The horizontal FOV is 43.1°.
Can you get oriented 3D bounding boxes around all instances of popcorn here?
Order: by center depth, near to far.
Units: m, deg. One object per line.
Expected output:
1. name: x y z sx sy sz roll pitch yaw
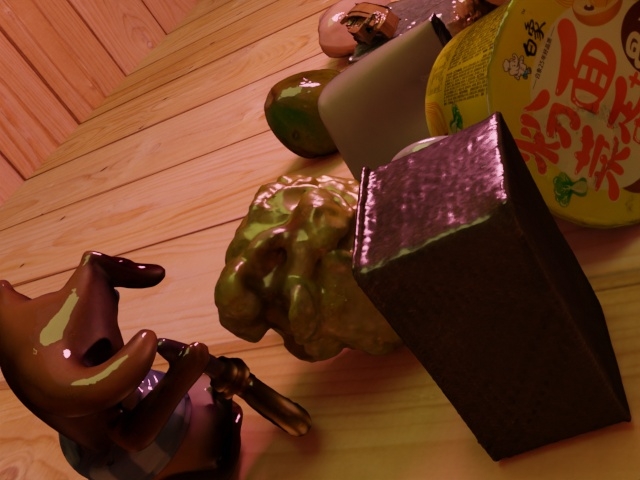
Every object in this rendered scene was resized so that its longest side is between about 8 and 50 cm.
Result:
1. popcorn: 0.015 0.032 0.969 0.250 0.235 0.242 1 56 14

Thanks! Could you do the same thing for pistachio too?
1. pistachio: 0.079 -0.523 1.958 0.152 0.126 0.223 32 61 26

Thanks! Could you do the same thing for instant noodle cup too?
1. instant noodle cup: 0.281 -0.168 0.975 0.311 0.311 0.221 -41 16 -11

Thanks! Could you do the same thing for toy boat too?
1. toy boat: 0.088 -0.405 1.530 0.072 0.064 0.206 -54 24 2

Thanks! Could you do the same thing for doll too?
1. doll: -0.205 0.168 0.913 0.317 0.340 0.209 -2 44 36

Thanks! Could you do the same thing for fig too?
1. fig: -0.015 -0.250 1.569 0.181 0.191 0.181 -28 56 53

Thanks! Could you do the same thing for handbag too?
1. handbag: 0.156 -0.191 1.190 0.315 0.241 0.109 -17 21 44

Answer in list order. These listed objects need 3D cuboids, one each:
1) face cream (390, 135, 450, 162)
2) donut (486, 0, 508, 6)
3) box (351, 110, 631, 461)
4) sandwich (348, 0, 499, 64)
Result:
1. face cream: 0.132 -0.048 0.886 0.117 0.117 0.104 -23 63 24
2. donut: 0.428 -0.558 1.456 0.360 0.170 0.360 -8 53 10
3. box: 0.161 0.044 0.754 0.143 0.273 0.184 -25 29 22
4. sandwich: 0.197 -0.378 1.565 0.262 0.131 0.325 -13 35 36
